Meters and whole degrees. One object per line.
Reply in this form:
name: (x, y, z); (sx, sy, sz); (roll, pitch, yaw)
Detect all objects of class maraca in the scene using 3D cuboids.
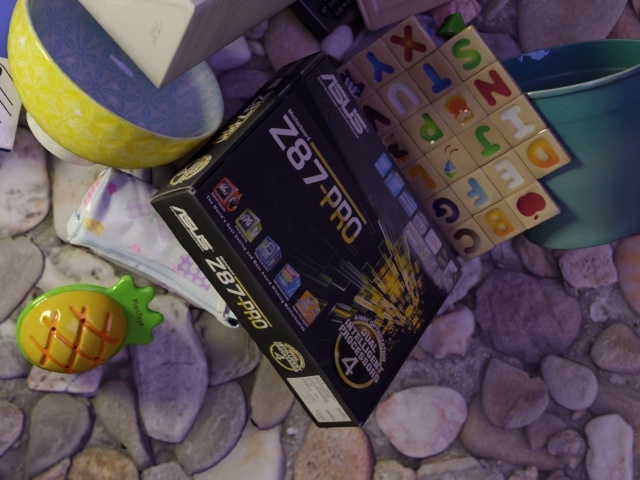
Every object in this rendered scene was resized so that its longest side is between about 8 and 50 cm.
maraca: (-0.298, 0.108, 1.341); (0.186, 0.099, 0.127); (-16, 122, -7)

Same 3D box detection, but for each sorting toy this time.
sorting toy: (0.107, -0.418, 1.529); (0.196, 0.047, 0.347); (-26, 101, -25)

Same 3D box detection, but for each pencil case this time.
pencil case: (-0.198, 0.013, 1.377); (0.273, 0.113, 0.124); (31, 56, -16)

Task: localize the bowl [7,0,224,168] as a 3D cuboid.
bowl: (-0.280, -0.186, 1.312); (0.289, 0.289, 0.156); (37, 120, -16)

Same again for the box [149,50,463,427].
box: (0.000, 0.000, 1.376); (0.395, 0.097, 0.318); (56, 48, -20)

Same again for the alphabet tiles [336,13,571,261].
alphabet tiles: (0.167, -0.133, 1.448); (0.342, 0.285, 0.011); (51, 36, -12)

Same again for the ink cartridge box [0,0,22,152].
ink cartridge box: (-0.426, -0.225, 1.334); (0.097, 0.046, 0.207); (11, 86, -20)

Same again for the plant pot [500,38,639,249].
plant pot: (0.367, -0.134, 1.517); (0.272, 0.272, 0.255); (-20, 110, -19)

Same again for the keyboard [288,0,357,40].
keyboard: (-0.087, -0.412, 1.444); (0.317, 0.033, 0.201); (47, 61, -13)

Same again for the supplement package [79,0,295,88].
supplement package: (-0.128, -0.356, 1.265); (0.175, 0.177, 0.293); (48, 57, 3)
